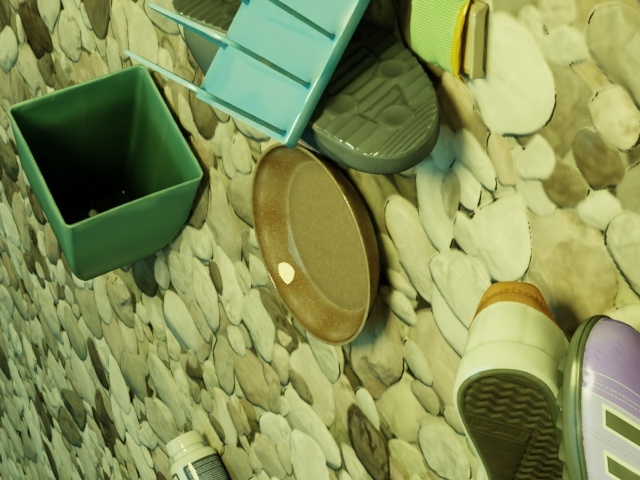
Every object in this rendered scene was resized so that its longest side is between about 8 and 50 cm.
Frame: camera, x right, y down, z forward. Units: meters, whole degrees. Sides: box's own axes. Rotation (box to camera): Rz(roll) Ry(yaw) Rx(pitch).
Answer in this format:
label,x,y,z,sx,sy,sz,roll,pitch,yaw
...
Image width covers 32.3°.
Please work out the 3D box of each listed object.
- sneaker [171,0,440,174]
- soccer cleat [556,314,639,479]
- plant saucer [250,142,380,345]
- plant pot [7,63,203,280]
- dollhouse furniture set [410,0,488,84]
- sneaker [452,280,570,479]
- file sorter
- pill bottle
label,x,y,z,sx,sy,sz,roll,pitch,yaw
sneaker,-0.005,-0.122,0.927,0.319,0.112,0.131,44,160,42
soccer cleat,0.241,0.194,0.695,0.116,0.109,0.318,-14,94,42
plant saucer,0.000,0.000,1.037,0.198,0.036,0.198,38,137,46
plant pot,-0.259,-0.059,1.324,0.165,0.165,0.234,60,158,18
dollhouse furniture set,0.075,-0.182,0.775,0.076,0.059,0.151,36,136,47
sneaker,0.164,0.152,0.817,0.106,0.123,0.290,-2,129,16
file sorter,-0.049,-0.177,0.807,0.118,0.104,0.170,32,97,43
pill bottle,-0.157,0.315,1.464,0.120,0.067,0.067,61,150,16
